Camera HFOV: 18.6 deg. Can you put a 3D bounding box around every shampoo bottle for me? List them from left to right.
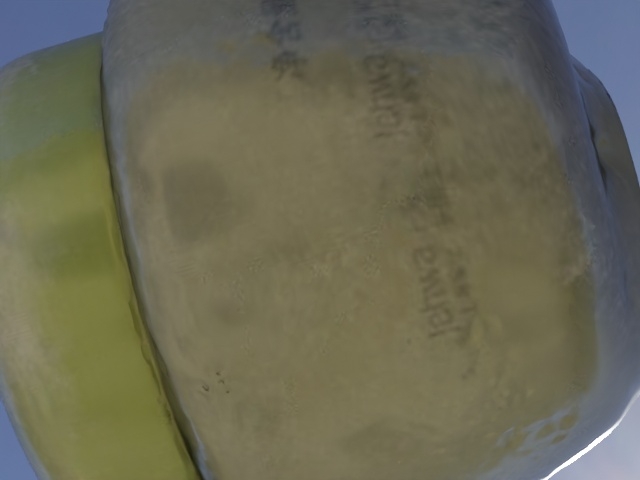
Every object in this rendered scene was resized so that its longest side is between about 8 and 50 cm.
[{"bbox_3d":[0.000,0.000,0.985,0.317,0.322,0.322,-17,-67,8],"label":"shampoo bottle"}]
